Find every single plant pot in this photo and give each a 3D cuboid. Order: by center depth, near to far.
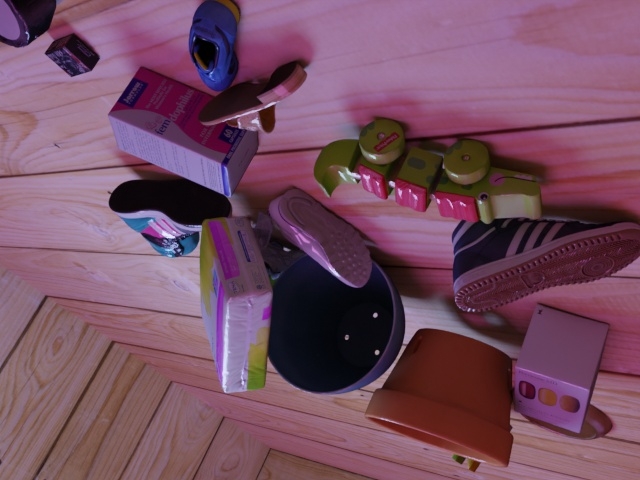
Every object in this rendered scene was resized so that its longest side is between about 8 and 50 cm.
[{"bbox_3d":[0.253,0.301,1.633,0.290,0.204,0.291,18,165,5],"label":"plant pot"},{"bbox_3d":[0.055,0.177,1.678,0.290,0.290,0.195,12,170,31],"label":"plant pot"},{"bbox_3d":[0.551,0.405,1.914,0.236,0.032,0.236,23,156,11],"label":"plant pot"}]

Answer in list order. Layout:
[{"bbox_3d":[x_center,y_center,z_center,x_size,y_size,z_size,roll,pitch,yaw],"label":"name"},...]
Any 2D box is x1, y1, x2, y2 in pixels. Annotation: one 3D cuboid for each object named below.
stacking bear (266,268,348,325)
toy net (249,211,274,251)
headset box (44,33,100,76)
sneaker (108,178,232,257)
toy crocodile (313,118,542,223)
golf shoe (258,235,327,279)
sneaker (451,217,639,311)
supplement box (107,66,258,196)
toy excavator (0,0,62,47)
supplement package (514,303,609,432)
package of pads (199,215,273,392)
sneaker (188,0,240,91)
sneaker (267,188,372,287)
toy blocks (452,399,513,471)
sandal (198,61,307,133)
[{"bbox_3d":[-0.071,0.147,1.867,0.289,0.164,0.175,8,150,14],"label":"stacking bear"},{"bbox_3d":[-0.162,0.010,1.718,0.045,0.122,0.232,1,169,-28],"label":"toy net"},{"bbox_3d":[-0.421,-0.315,1.409,0.083,0.032,0.062,-2,145,47],"label":"headset box"},{"bbox_3d":[-0.286,-0.036,1.746,0.295,0.124,0.178,9,155,29],"label":"sneaker"},{"bbox_3d":[0.152,-0.086,1.198,0.340,0.105,0.115,16,155,21],"label":"toy crocodile"},{"bbox_3d":[-0.069,0.055,1.757,0.176,0.086,0.069,20,155,13],"label":"golf shoe"},{"bbox_3d":[0.324,-0.005,1.226,0.282,0.153,0.099,-20,135,19],"label":"sneaker"},{"bbox_3d":[-0.227,-0.181,1.387,0.220,0.111,0.114,23,157,8],"label":"supplement box"},{"bbox_3d":[-0.427,-0.454,0.960,0.445,0.222,0.433,47,153,-12],"label":"toy excavator"},{"bbox_3d":[0.446,0.244,1.549,0.139,0.134,0.244,16,155,22],"label":"supplement package"},{"bbox_3d":[-0.171,0.123,1.623,0.101,0.229,0.297,-8,135,-17],"label":"package of pads"},{"bbox_3d":[-0.161,-0.263,1.187,0.069,0.082,0.209,24,158,0],"label":"sneaker"},{"bbox_3d":[0.000,0.000,1.561,0.235,0.090,0.095,46,150,-10],"label":"sneaker"},{"bbox_3d":[0.290,0.382,1.972,0.261,0.191,0.381,32,173,37],"label":"toy blocks"},{"bbox_3d":[-0.092,-0.194,1.249,0.240,0.088,0.079,-11,131,48],"label":"sandal"}]
